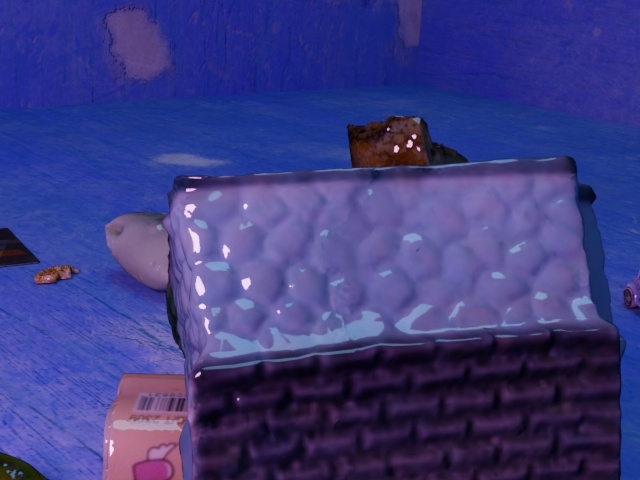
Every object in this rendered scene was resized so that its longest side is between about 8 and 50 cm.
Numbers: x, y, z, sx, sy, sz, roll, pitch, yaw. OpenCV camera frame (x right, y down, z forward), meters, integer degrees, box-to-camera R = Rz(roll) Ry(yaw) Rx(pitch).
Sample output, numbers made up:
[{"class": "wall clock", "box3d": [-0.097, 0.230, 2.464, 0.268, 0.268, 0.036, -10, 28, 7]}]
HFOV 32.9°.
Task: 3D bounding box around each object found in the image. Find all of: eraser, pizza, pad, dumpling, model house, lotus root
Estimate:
[{"class": "eraser", "box3d": [-0.053, 0.187, 1.042, 0.290, 0.087, 0.171, 2, 18, -1]}, {"class": "pizza", "box3d": [-0.388, 0.049, 1.594, 0.037, 0.016, 0.083, 21, 22, 32]}, {"class": "pad", "box3d": [-0.540, 0.013, 1.720, 0.143, 0.003, 0.211, -7, 19, -29]}, {"class": "dumpling", "box3d": [-0.214, 0.014, 1.583, 0.149, 0.105, 0.216, -11, 20, -40]}, {"class": "model house", "box3d": [0.067, 0.145, 0.849, 0.360, 0.339, 0.297, -3, -23, -11]}, {"class": "lotus root", "box3d": [0.160, -0.070, 1.741, 0.210, 0.142, 0.314, -10, -30, 45]}]

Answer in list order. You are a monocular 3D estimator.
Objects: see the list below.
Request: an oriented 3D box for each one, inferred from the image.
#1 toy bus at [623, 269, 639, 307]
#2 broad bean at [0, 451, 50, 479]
[{"class": "toy bus", "box3d": [0.495, 0.078, 1.532, 0.073, 0.076, 0.167, -1, 17, -11]}, {"class": "broad bean", "box3d": [-0.216, 0.226, 0.944, 0.226, 0.039, 0.069, 8, 42, 17]}]
